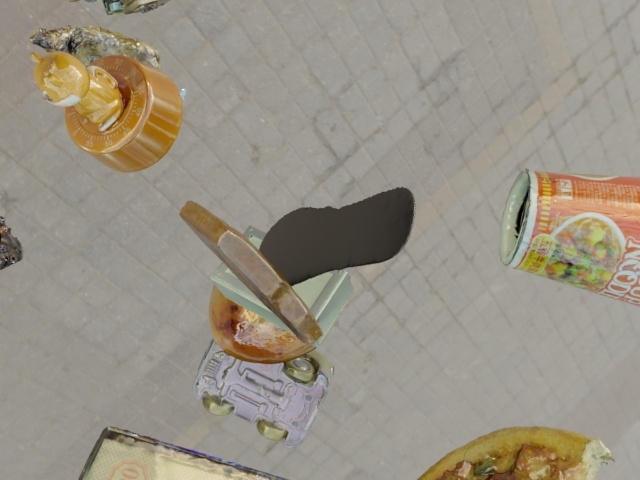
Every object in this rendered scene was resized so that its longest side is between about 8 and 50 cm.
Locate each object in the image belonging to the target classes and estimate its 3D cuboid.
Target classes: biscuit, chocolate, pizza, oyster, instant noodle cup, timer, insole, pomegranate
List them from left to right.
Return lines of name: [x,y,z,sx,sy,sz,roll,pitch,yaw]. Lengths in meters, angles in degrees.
chocolate: [-0.894,-0.026,1.456,0.224,0.207,0.176,-48,142,-62]
timer: [-0.244,-0.155,0.608,0.132,0.132,0.152,-54,160,4]
oyster: [-0.568,-0.486,1.475,0.345,0.079,0.128,1,108,-45]
biscuit: [-0.066,0.044,0.642,0.034,0.182,0.215,-45,123,-11]
pomegranate: [-0.113,0.140,1.308,0.320,0.319,0.318,-13,119,-24]
insole: [0.000,0.000,0.666,0.007,0.322,0.109,20,71,-30]
pizza: [0.201,0.313,0.664,0.292,0.197,0.058,-31,116,29]
instant noodle cup: [0.353,-0.013,0.726,0.212,0.193,0.193,11,112,6]

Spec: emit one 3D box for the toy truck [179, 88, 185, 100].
toy truck: [-0.346,-0.320,1.254,0.090,0.056,0.073,7,72,-24]

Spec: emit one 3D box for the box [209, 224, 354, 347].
box: [-0.071,0.081,1.042,0.129,0.225,0.086,-56,153,-21]

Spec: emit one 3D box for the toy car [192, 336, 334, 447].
toy car: [-0.151,0.367,1.545,0.336,0.226,0.242,23,103,0]

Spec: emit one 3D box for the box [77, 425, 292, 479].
box: [-0.083,0.300,0.571,0.311,0.084,0.198,18,139,-5]

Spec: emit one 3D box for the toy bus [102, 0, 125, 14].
toy bus: [-0.498,-0.723,1.583,0.150,0.262,0.127,-26,112,-45]

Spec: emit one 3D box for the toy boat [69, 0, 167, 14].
toy boat: [-0.347,-0.521,1.123,0.321,0.089,0.121,-34,111,-37]
